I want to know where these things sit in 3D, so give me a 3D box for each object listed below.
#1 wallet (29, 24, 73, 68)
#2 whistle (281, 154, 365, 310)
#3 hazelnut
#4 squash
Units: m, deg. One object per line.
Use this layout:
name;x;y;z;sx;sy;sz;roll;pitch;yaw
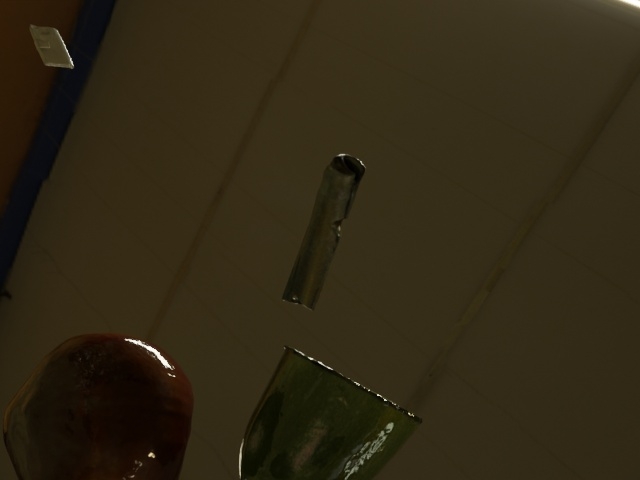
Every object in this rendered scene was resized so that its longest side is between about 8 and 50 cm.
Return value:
wallet;-0.398;-0.286;0.915;0.011;0.044;0.083;-48;-117;37
whistle;0.000;-0.001;1.065;0.068;0.057;0.326;15;-51;-6
hazelnut;-0.411;0.356;1.164;0.366;0.366;0.365;0;-90;35
squash;-0.005;0.405;1.187;0.310;0.310;0.308;20;-104;33
